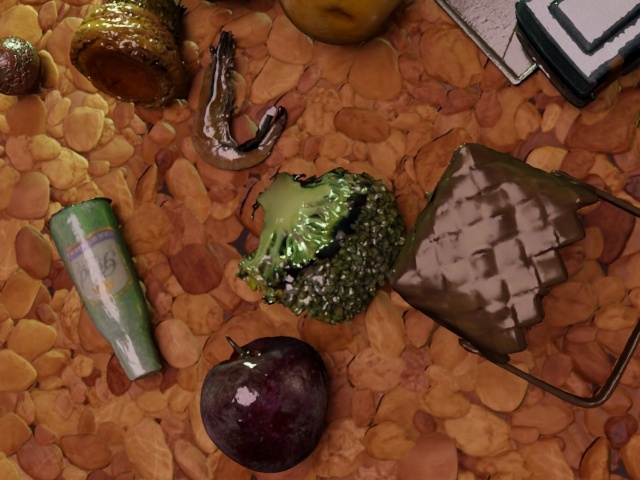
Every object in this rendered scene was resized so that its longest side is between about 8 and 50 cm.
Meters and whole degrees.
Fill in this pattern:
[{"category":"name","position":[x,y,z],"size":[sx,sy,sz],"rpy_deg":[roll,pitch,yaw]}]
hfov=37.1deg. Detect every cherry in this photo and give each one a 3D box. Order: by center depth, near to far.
[{"category":"cherry","position":[-0.073,0.229,1.338],"size":[0.195,0.195,0.195],"rpy_deg":[-2,83,19]}]

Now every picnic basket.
[{"category":"picnic basket","position":[0.258,0.036,1.189],"size":[0.321,0.291,0.254],"rpy_deg":[26,92,5]}]

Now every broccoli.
[{"category":"broccoli","position":[0.012,0.012,1.374],"size":[0.242,0.273,0.180],"rpy_deg":[-45,117,0]}]

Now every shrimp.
[{"category":"shrimp","position":[-0.126,-0.218,1.477],"size":[0.152,0.046,0.219],"rpy_deg":[4,89,20]}]

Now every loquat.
[{"category":"loquat","position":[0.033,-0.390,1.359],"size":[0.213,0.213,0.213],"rpy_deg":[-2,83,19]}]

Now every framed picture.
[{"category":"framed picture","position":[0.318,-0.372,1.358],"size":[0.265,0.018,0.192],"rpy_deg":[-40,73,10]}]

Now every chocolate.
[{"category":"chocolate","position":[-0.327,0.080,1.488],"size":[0.110,0.110,0.291],"rpy_deg":[-29,77,14]}]

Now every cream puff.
[{"category":"cream puff","position":[-0.282,-0.323,1.500],"size":[0.183,0.183,0.169],"rpy_deg":[8,63,20]}]

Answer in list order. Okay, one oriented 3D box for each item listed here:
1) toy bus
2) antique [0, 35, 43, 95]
[{"category":"toy bus","position":[0.415,-0.330,1.215],"size":[0.323,0.194,0.162],"rpy_deg":[-38,83,10]},{"category":"antique","position":[-0.517,-0.292,1.594],"size":[0.104,0.104,0.104],"rpy_deg":[-2,83,19]}]
